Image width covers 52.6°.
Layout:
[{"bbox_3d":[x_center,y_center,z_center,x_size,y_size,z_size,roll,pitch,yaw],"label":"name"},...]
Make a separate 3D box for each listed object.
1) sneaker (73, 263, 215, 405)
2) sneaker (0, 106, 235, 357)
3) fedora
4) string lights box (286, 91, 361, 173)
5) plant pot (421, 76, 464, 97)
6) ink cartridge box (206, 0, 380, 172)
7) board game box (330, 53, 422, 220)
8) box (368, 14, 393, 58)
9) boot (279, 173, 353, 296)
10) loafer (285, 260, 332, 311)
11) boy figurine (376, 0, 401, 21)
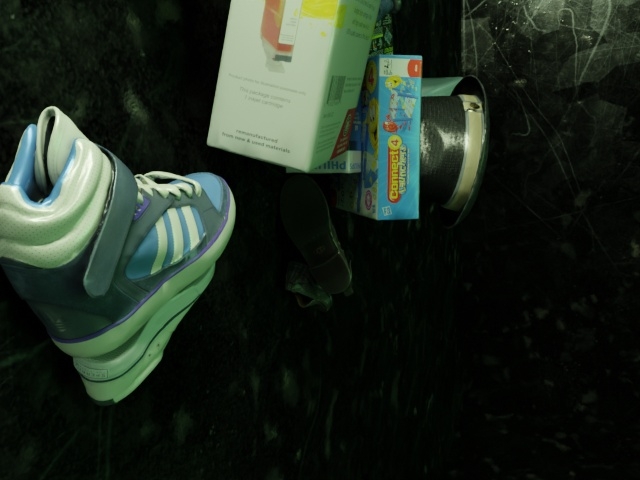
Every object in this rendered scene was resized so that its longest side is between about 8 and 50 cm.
[{"bbox_3d":[-0.216,0.094,0.808,0.258,0.094,0.091,-53,161,-51],"label":"sneaker"},{"bbox_3d":[-0.212,-0.055,0.712,0.323,0.130,0.236,-55,147,-44],"label":"sneaker"},{"bbox_3d":[0.233,-0.192,1.354,0.334,0.153,0.334,-172,-90,-85],"label":"fedora"},{"bbox_3d":[0.006,-0.258,1.234,0.077,0.133,0.259,-20,111,-66],"label":"string lights box"},{"bbox_3d":[0.196,-0.260,1.591,0.252,0.247,0.247,-27,119,-49],"label":"plant pot"},{"bbox_3d":[-0.018,-0.321,0.973,0.279,0.160,0.384,-42,146,-70],"label":"ink cartridge box"},{"bbox_3d":[0.103,-0.207,1.328,0.308,0.086,0.301,-155,-117,-72],"label":"board game box"},{"bbox_3d":[0.110,-0.524,1.569,0.270,0.060,0.216,-44,134,-59],"label":"box"},{"bbox_3d":[0.000,0.000,1.321,0.229,0.091,0.263,-2,71,-85],"label":"boot"},{"bbox_3d":[-0.029,0.108,1.308,0.170,0.062,0.061,51,54,-47],"label":"loafer"},{"bbox_3d":[0.062,-0.464,1.294,0.285,0.092,0.177,-40,129,-41],"label":"boy figurine"}]
